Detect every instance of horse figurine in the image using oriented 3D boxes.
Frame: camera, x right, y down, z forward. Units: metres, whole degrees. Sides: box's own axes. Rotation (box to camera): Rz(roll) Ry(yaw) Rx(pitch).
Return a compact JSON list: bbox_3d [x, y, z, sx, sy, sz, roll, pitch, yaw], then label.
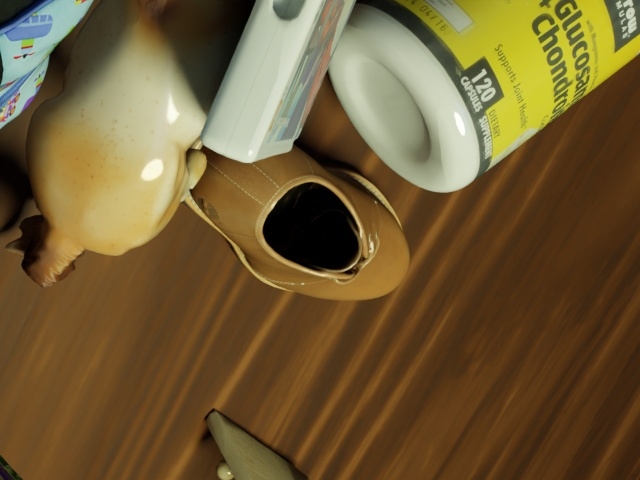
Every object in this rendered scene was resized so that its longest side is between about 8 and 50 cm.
[{"bbox_3d":[-0.059,-0.073,0.594,0.263,0.066,0.174,-61,179,24],"label":"horse figurine"}]

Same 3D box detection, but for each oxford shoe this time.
[{"bbox_3d":[0.000,0.000,0.794,0.076,0.076,0.212,-54,150,4],"label":"oxford shoe"}]

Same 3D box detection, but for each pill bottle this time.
[{"bbox_3d":[0.099,-0.112,0.769,0.184,0.103,0.103,-37,147,-19],"label":"pill bottle"}]

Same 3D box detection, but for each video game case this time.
[{"bbox_3d":[0.009,-0.118,0.597,0.201,0.023,0.183,-66,179,-85],"label":"video game case"}]

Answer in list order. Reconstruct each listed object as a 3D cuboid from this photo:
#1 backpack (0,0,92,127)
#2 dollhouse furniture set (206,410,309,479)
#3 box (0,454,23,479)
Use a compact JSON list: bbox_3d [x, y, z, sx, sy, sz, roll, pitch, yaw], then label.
[{"bbox_3d":[-0.148,-0.077,0.459,0.173,0.158,0.117,-43,164,-44],"label":"backpack"},{"bbox_3d":[-0.063,0.214,0.903,0.151,0.144,0.123,-36,144,5],"label":"dollhouse furniture set"},{"bbox_3d":[-0.231,0.110,0.500,0.293,0.201,0.057,-8,129,-47],"label":"box"}]
